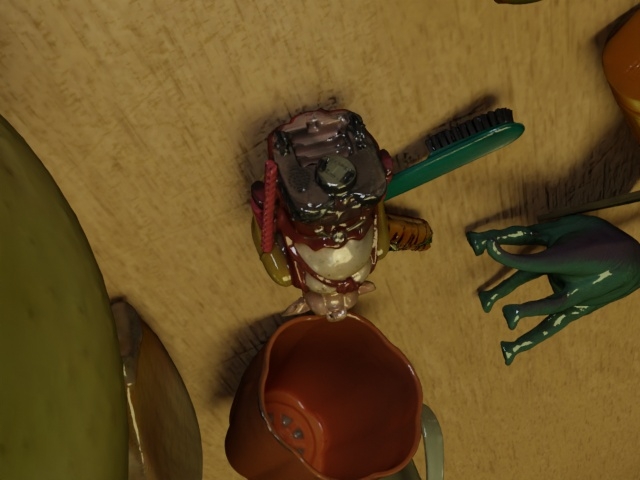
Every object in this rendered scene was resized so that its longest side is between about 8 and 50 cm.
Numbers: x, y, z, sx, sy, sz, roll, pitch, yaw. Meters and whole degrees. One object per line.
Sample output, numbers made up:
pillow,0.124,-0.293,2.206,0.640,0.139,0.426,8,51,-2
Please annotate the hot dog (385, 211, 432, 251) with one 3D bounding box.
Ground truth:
hot dog,0.066,-0.005,1.084,0.049,0.037,0.122,-19,162,38

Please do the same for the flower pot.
flower pot,-0.011,0.191,1.213,0.191,0.190,0.173,-9,157,-32

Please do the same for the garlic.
garlic,-0.171,0.179,1.083,0.112,0.143,0.318,5,145,2

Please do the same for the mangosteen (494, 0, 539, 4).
mangosteen,0.078,-0.206,0.586,0.200,0.200,0.200,-22,152,-12

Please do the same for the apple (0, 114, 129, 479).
apple,-0.305,0.106,0.541,0.474,0.473,0.473,-22,152,-12

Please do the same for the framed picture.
framed picture,0.339,-0.048,1.191,0.136,0.010,0.201,-11,177,-30

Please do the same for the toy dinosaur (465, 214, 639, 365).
toy dinosaur,0.330,0.007,1.218,0.331,0.129,0.383,-20,161,1

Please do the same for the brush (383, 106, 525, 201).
brush,0.087,-0.068,1.016,0.193,0.032,0.043,-23,160,17

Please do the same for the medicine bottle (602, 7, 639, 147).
medicine bottle,0.320,-0.132,1.045,0.096,0.096,0.192,-35,151,12

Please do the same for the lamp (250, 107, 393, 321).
lamp,0.000,0.000,0.959,0.118,0.118,0.253,-19,150,-17

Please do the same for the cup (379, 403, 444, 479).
cup,0.074,0.324,1.447,0.186,0.234,0.258,3,137,-46
